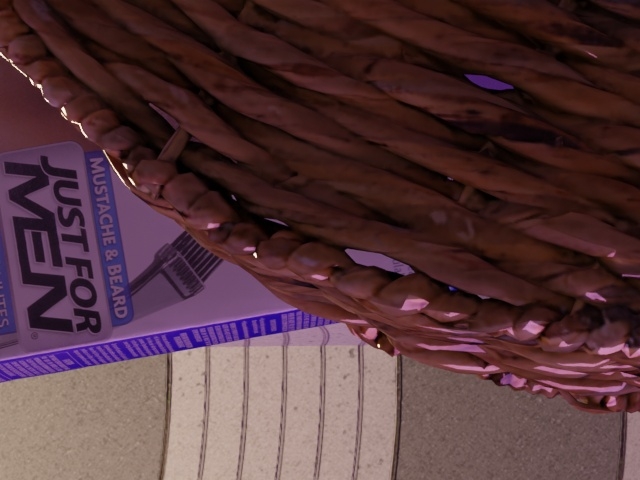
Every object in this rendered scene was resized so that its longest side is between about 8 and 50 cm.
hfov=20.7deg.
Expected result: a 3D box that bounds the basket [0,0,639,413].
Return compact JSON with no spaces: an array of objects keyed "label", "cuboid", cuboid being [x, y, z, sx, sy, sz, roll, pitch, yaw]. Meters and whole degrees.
[{"label":"basket","cuboid":[0.051,-0.066,0.587,0.299,0.213,0.223,28,177,15]}]

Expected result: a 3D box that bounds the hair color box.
[{"label":"hair color box","cuboid":[-0.095,-0.028,1.054,0.339,0.185,0.110,-10,170,-4]}]

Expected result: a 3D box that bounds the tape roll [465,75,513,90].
[{"label":"tape roll","cuboid":[0.207,-0.106,1.020,0.275,0.090,0.275,-3,170,-1]}]
